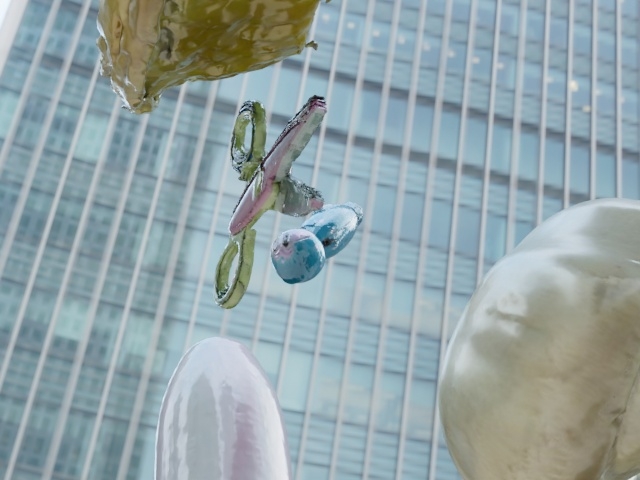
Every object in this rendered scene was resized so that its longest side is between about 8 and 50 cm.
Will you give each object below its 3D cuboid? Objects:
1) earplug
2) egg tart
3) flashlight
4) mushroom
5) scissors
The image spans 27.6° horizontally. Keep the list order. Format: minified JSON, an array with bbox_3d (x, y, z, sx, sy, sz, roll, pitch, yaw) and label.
[{"bbox_3d":[-0.099,0.225,1.287,0.172,0.301,0.172,-5,-39,-4],"label":"earplug"},{"bbox_3d":[-0.031,-0.219,0.782,0.132,0.345,0.345,22,-36,-5],"label":"egg tart"},{"bbox_3d":[0.000,0.000,1.176,0.051,0.129,0.051,11,-66,26],"label":"flashlight"},{"bbox_3d":[0.221,0.100,0.942,0.234,0.260,0.254,24,-10,27],"label":"mushroom"},{"bbox_3d":[-0.030,-0.033,0.754,0.020,0.133,0.187,8,-11,-18],"label":"scissors"}]
